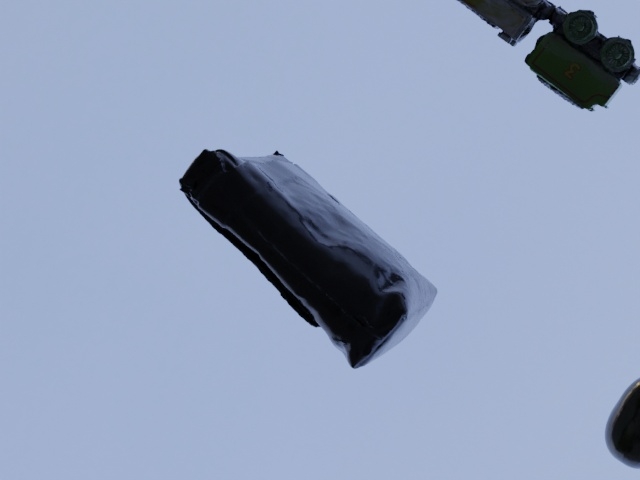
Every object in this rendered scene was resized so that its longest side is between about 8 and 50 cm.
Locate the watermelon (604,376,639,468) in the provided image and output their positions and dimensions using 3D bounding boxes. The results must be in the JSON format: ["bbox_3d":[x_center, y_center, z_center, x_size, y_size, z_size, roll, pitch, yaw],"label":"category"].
[{"bbox_3d":[0.333,0.181,1.316,0.078,0.078,0.110,45,-61,37],"label":"watermelon"}]

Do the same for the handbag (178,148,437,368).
[{"bbox_3d":[0.000,0.000,1.134,0.080,0.247,0.223,-45,-97,10],"label":"handbag"}]

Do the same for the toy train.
[{"bbox_3d":[0.207,-0.199,1.223,0.202,0.060,0.081,38,-76,10],"label":"toy train"}]
